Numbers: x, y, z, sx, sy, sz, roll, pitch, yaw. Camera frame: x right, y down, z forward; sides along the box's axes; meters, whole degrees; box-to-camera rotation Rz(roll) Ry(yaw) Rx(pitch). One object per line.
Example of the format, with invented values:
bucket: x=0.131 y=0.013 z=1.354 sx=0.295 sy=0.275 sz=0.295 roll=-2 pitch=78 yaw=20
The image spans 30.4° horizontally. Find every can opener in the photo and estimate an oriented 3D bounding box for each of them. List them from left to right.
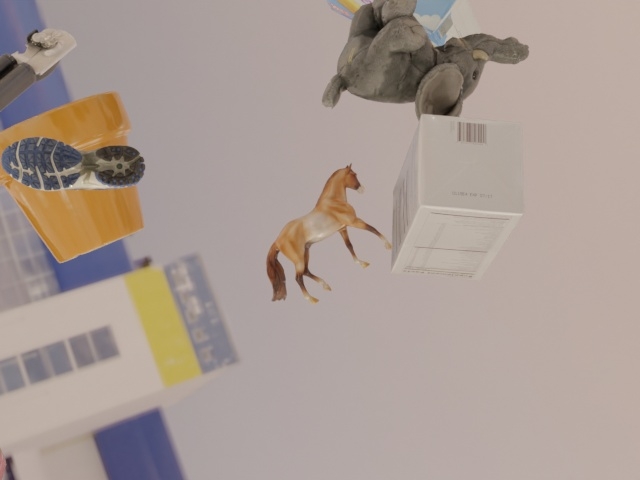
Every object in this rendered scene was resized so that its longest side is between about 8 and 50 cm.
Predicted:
can opener: x=-0.520 y=-0.271 z=2.008 sx=0.074 sy=0.280 sz=0.093 roll=26 pitch=-40 yaw=19

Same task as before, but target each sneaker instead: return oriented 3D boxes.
sneaker: x=-0.241 y=-0.067 z=1.146 sx=0.058 sy=0.135 sz=0.052 roll=154 pitch=-60 yaw=-73

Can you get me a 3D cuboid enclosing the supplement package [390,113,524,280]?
supplement package: x=0.179 y=-0.052 z=1.597 sx=0.244 sy=0.139 sz=0.133 roll=107 pitch=-13 yaw=-67

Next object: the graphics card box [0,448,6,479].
graphics card box: x=-0.613 y=0.254 z=1.862 sx=0.233 sy=0.094 sz=0.370 roll=-120 pitch=-168 yaw=-73

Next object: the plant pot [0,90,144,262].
plant pot: x=-0.334 y=-0.079 z=1.610 sx=0.205 sy=0.205 sz=0.188 roll=-14 pitch=-80 yaw=66

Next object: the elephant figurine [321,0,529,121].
elephant figurine: x=0.154 y=-0.237 z=1.667 sx=0.186 sy=0.239 sz=0.169 roll=-29 pitch=-138 yaw=40

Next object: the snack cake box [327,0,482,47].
snack cake box: x=0.118 y=-0.387 z=1.894 sx=0.264 sy=0.089 sz=0.152 roll=34 pitch=-4 yaw=26

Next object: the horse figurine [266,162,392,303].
horse figurine: x=0.000 y=0.000 z=2.109 sx=0.174 sy=0.263 sz=0.066 roll=55 pitch=-9 yaw=-1
